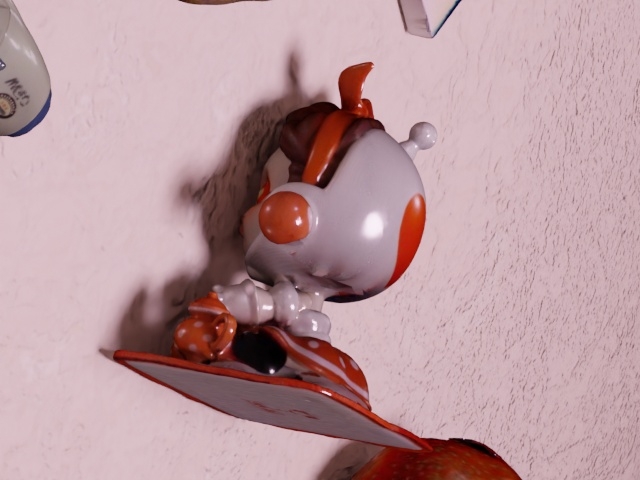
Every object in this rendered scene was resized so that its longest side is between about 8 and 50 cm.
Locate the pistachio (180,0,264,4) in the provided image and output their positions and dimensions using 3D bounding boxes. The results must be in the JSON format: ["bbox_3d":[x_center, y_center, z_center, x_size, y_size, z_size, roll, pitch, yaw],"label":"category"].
[{"bbox_3d":[-0.018,-0.231,0.947,0.293,0.181,0.162,-50,-175,-26],"label":"pistachio"}]

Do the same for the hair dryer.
[{"bbox_3d":[-0.229,-0.071,0.812,0.199,0.067,0.167,-41,131,-19],"label":"hair dryer"}]

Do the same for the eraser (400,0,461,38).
[{"bbox_3d":[0.080,-0.229,1.241,0.104,0.023,0.150,-54,146,-29],"label":"eraser"}]

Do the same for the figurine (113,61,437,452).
[{"bbox_3d":[0.000,0.000,1.134,0.183,0.160,0.226,36,65,-59],"label":"figurine"}]

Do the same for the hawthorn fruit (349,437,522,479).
[{"bbox_3d":[0.086,0.238,1.386,0.235,0.181,0.181,-19,125,-79],"label":"hawthorn fruit"}]
